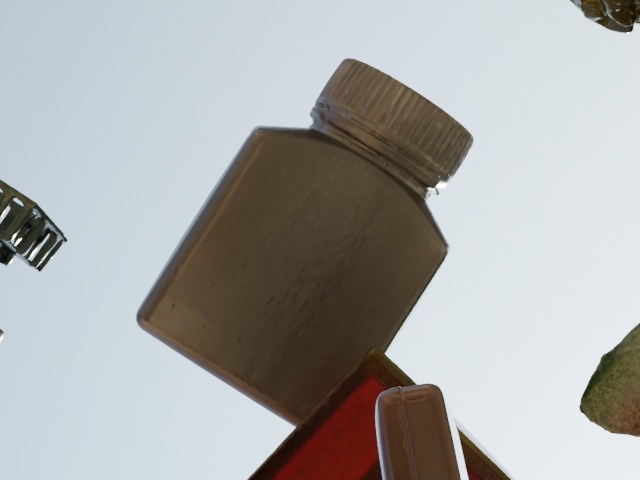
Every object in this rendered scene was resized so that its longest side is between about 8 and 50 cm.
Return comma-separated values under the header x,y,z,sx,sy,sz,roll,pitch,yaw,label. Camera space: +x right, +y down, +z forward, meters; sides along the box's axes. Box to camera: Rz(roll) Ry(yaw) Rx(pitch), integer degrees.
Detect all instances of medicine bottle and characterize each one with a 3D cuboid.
x,y,z,sx,sy,sz,roll,pitch,yaw,label
0.000,0.000,0.986,0.132,0.088,0.188,33,-92,1,medicine bottle

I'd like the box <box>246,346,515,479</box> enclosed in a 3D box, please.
x,y,z,sx,sy,sz,roll,pitch,yaw,label
-0.009,0.183,0.943,0.240,0.074,0.153,-47,-27,-2,box

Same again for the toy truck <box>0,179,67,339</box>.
x,y,z,sx,sy,sz,roll,pitch,yaw,label
-0.226,-0.006,0.839,0.115,0.177,0.080,-56,-16,-10,toy truck

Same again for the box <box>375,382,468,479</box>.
x,y,z,sx,sy,sz,roll,pitch,yaw,label
0.035,0.099,0.490,0.048,0.025,0.115,61,-163,-65,box

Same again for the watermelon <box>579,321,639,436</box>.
x,y,z,sx,sy,sz,roll,pitch,yaw,label
0.220,0.057,0.885,0.081,0.180,0.094,46,-147,-42,watermelon

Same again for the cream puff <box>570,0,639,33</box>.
x,y,z,sx,sy,sz,roll,pitch,yaw,label
0.235,-0.211,1.208,0.156,0.121,0.156,15,-90,-72,cream puff
